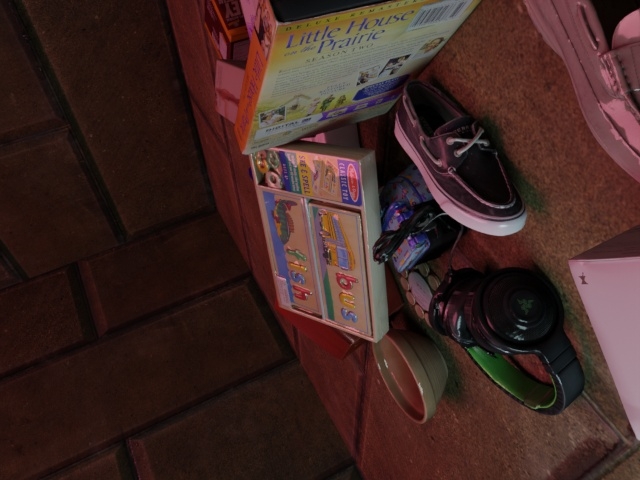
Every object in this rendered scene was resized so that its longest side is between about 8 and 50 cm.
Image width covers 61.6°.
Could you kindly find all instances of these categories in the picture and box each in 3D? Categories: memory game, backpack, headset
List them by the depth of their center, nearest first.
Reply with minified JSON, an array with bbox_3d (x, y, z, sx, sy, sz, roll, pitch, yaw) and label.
[{"bbox_3d":[0.247,0.124,0.860,0.394,0.185,0.243,58,164,-7],"label":"headset"},{"bbox_3d":[0.169,-0.048,1.008,0.158,0.117,0.173,114,134,-67],"label":"backpack"},{"bbox_3d":[0.230,0.113,1.204,0.186,0.012,0.186,56,160,33],"label":"memory game"}]

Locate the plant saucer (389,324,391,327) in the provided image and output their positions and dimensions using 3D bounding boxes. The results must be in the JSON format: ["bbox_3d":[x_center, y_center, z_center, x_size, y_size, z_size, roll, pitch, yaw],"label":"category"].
[{"bbox_3d":[0.187,0.257,1.518,0.083,0.015,0.083,56,159,34],"label":"plant saucer"}]

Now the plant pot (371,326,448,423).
[{"bbox_3d":[0.228,0.305,1.288,0.237,0.110,0.237,57,160,34],"label":"plant pot"}]

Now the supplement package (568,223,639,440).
[{"bbox_3d":[0.382,0.077,0.442,0.204,0.145,0.262,68,164,-1],"label":"supplement package"}]

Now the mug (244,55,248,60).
[{"bbox_3d":[-0.122,-0.439,1.488,0.113,0.150,0.169,10,134,27],"label":"mug"}]

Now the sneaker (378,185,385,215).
[{"bbox_3d":[0.154,-0.049,1.188,0.065,0.061,0.158,20,138,32],"label":"sneaker"}]

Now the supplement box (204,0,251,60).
[{"bbox_3d":[-0.234,-0.610,1.517,0.191,0.129,0.194,65,163,9],"label":"supplement box"}]

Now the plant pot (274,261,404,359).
[{"bbox_3d":[0.062,0.150,1.394,0.235,0.267,0.267,50,159,16],"label":"plant pot"}]

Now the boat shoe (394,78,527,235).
[{"bbox_3d":[0.207,-0.137,0.807,0.102,0.108,0.301,86,163,-51],"label":"boat shoe"}]

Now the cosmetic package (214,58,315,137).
[{"bbox_3d":[-0.127,-0.322,1.197,0.296,0.153,0.129,-137,48,-57],"label":"cosmetic package"}]

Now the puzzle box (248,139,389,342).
[{"bbox_3d":[0.000,0.000,1.082,0.272,0.052,0.408,14,126,34],"label":"puzzle box"}]

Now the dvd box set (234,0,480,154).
[{"bbox_3d":[0.033,-0.265,0.816,0.420,0.308,0.062,140,109,-74],"label":"dvd box set"}]

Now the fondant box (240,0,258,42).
[{"bbox_3d":[-0.089,-0.532,1.224,0.330,0.096,0.238,44,151,56],"label":"fondant box"}]

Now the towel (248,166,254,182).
[{"bbox_3d":[-0.033,-0.165,1.288,0.308,0.228,0.076,43,151,57],"label":"towel"}]

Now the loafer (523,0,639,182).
[{"bbox_3d":[0.288,-0.170,0.481,0.111,0.112,0.319,91,153,-72],"label":"loafer"}]

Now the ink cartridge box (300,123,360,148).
[{"bbox_3d":[-0.003,-0.296,1.265,0.218,0.092,0.158,42,148,54],"label":"ink cartridge box"}]
